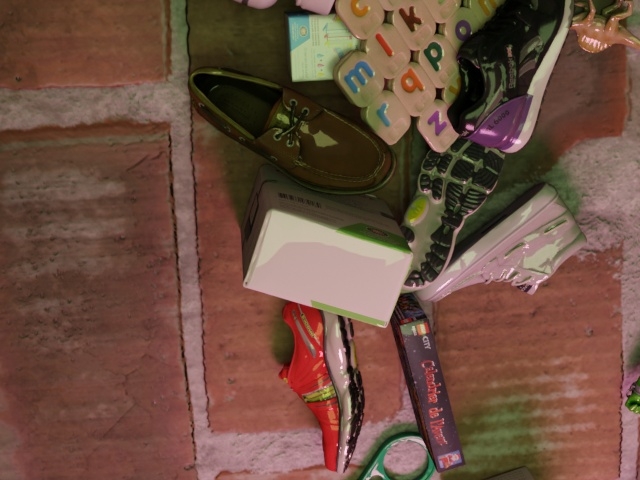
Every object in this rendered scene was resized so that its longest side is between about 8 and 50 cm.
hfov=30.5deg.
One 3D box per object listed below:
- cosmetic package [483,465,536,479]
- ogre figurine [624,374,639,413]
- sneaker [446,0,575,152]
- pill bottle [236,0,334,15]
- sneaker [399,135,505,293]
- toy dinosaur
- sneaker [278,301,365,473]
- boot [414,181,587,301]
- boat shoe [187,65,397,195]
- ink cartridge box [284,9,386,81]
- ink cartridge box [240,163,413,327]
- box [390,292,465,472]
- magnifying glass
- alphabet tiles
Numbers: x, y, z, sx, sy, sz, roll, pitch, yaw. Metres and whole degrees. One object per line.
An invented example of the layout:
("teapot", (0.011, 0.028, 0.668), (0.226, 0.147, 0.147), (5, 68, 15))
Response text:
("cosmetic package", (0.289, 0.467, 1.790), (0.151, 0.184, 0.152), (-18, 104, 0))
("ogre figurine", (0.571, 0.207, 1.801), (0.197, 0.097, 0.118), (6, 115, 5))
("sneaker", (0.258, -0.270, 1.623), (0.124, 0.107, 0.283), (13, 93, -27))
("pill bottle", (-0.116, -0.410, 1.536), (0.318, 0.176, 0.176), (20, 101, -6))
("sneaker", (0.170, -0.047, 1.700), (0.107, 0.110, 0.275), (32, 80, 4))
("toy dinosaur", (0.415, -0.311, 1.693), (0.183, 0.053, 0.093), (15, 117, -1))
("sneaker", (-0.002, 0.213, 1.761), (0.118, 0.107, 0.279), (-4, 101, 15))
("boot", (0.270, 0.038, 1.729), (0.258, 0.095, 0.123), (-38, 97, 3))
("boat shoe", (-0.047, -0.148, 1.581), (0.307, 0.104, 0.111), (22, 84, 18))
("ink cartridge box", (0.025, -0.274, 1.635), (0.143, 0.090, 0.092), (-4, 104, -4))
("ink cartridge box", (0.000, 0.000, 1.606), (0.198, 0.273, 0.115), (17, 104, -9))
("box", (0.151, 0.202, 1.726), (0.044, 0.159, 0.233), (-16, 104, -1))
("magnifying glass", (0.078, 0.379, 1.833), (0.231, 0.026, 0.092), (-32, 104, 1))
("alphabet tiles", (0.143, -0.274, 1.621), (0.284, 0.021, 0.278), (-48, 120, -15))
